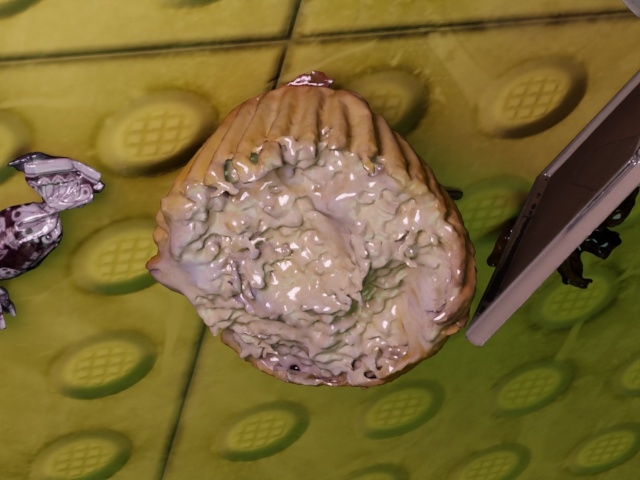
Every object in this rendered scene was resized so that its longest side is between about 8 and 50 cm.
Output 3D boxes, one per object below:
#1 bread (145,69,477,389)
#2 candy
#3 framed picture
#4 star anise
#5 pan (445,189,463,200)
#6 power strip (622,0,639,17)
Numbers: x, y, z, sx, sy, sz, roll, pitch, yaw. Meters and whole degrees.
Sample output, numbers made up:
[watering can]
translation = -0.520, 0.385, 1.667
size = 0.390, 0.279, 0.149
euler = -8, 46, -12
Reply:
[bread]
translation = 0.000, 0.000, 1.642
size = 0.274, 0.149, 0.274
euler = 7, 133, 8
[candy]
translation = -0.265, 0.008, 1.652
size = 0.094, 0.051, 0.226
euler = 17, 129, -39
[framed picture]
translation = 0.231, -0.059, 1.685
size = 0.024, 0.315, 0.232
euler = 39, 122, -3
[star anise]
translation = 0.236, -0.009, 1.912
size = 0.168, 0.057, 0.168
euler = -15, 140, -13
[pan]
translation = 0.055, -0.047, 1.761
size = 0.202, 0.048, 0.128
euler = -8, 145, -19
[power strip]
translation = 0.329, -0.286, 1.607
size = 0.270, 0.046, 0.118
euler = -35, 144, 18
